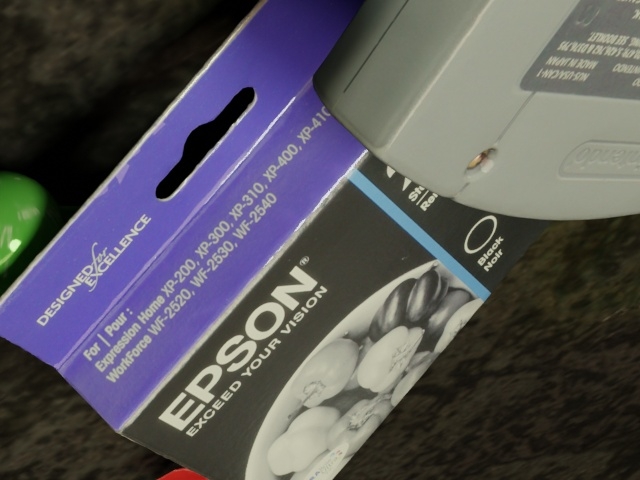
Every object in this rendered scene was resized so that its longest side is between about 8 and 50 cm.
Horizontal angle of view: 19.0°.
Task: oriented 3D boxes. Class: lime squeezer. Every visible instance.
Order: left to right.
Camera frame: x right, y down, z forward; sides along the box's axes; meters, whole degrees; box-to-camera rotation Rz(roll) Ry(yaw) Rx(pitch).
[{"bbox_3d":[-0.121,-0.029,0.679,0.310,0.059,0.110,29,89,-53],"label":"lime squeezer"}]

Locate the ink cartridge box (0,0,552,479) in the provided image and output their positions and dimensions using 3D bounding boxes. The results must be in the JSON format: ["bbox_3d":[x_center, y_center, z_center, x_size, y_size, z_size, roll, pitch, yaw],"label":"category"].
[{"bbox_3d":[0.000,0.000,0.746,0.206,0.045,0.208,-49,146,2],"label":"ink cartridge box"}]

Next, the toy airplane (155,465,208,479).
[{"bbox_3d":[-0.089,0.142,0.969,0.151,0.028,0.151,-20,150,-12],"label":"toy airplane"}]

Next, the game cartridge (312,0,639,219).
[{"bbox_3d":[0.131,-0.093,0.689,0.294,0.060,0.196,-1,130,-51],"label":"game cartridge"}]
